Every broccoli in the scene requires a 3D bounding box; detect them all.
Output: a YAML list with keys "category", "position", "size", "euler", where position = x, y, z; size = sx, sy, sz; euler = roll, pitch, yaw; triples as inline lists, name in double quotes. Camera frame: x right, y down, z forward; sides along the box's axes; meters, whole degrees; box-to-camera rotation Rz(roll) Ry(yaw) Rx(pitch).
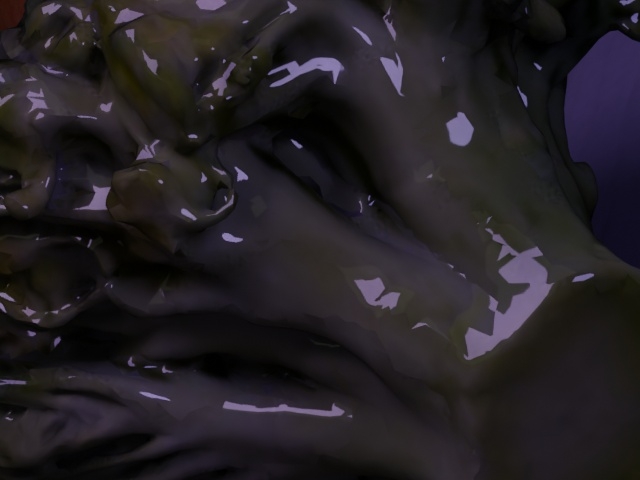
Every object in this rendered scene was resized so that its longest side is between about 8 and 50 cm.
- category: "broccoli"
  position: [0.000, 0.000, 0.548]
  size: [0.248, 0.288, 0.245]
  euler: [-13, 31, -30]

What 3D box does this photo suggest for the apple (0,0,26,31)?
- category: "apple"
  position: [-0.079, -0.131, 0.863]
  size: [0.209, 0.164, 0.209]
  euler: [-33, 26, 18]
